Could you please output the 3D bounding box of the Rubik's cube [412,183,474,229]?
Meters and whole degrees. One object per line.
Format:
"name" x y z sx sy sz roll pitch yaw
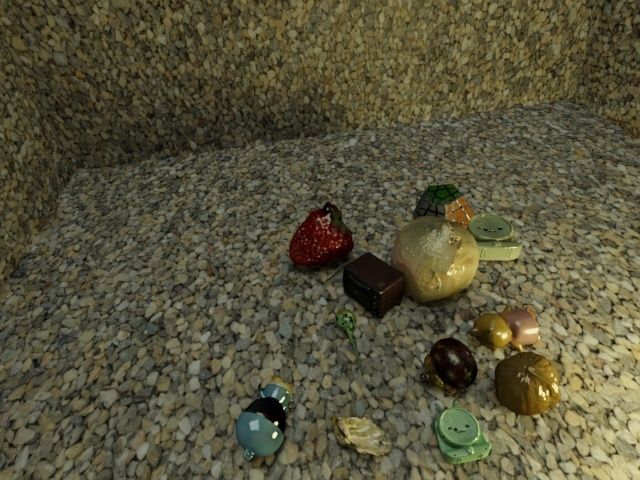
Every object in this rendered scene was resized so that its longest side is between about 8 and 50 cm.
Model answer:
"Rubik's cube" 0.639 -0.143 2.146 0.320 0.319 0.263 -1 70 6

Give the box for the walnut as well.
"walnut" 0.725 0.501 1.438 0.228 0.227 0.227 -4 41 3

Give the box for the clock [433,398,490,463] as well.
"clock" 0.472 0.651 1.415 0.160 0.065 0.210 -10 40 -6

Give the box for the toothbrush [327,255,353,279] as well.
"toothbrush" 0.103 0.141 2.085 0.022 0.017 0.204 34 54 24

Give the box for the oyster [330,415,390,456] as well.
"oyster" 0.137 0.688 1.420 0.209 0.071 0.132 14 34 -7

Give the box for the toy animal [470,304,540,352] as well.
"toy animal" 0.741 0.360 1.648 0.282 0.169 0.195 -7 76 2

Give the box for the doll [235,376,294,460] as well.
"doll" -0.196 0.638 1.462 0.177 0.141 0.314 34 35 -1

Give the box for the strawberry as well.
"strawberry" 0.011 -0.007 2.102 0.310 0.292 0.291 -40 29 31

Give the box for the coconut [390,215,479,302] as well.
"coconut" 0.521 0.064 1.861 0.406 0.404 0.404 -4 41 3

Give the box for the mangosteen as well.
"mangosteen" 0.477 0.479 1.547 0.217 0.192 0.192 -36 40 14

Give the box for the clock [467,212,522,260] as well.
"clock" 0.872 -0.035 2.123 0.266 0.108 0.324 -2 41 6

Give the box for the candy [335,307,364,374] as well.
"candy" 0.131 0.422 1.722 0.091 0.083 0.305 17 40 -31

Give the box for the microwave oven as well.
"microwave oven" 0.235 0.205 1.872 0.188 0.177 0.247 -33 47 -28
